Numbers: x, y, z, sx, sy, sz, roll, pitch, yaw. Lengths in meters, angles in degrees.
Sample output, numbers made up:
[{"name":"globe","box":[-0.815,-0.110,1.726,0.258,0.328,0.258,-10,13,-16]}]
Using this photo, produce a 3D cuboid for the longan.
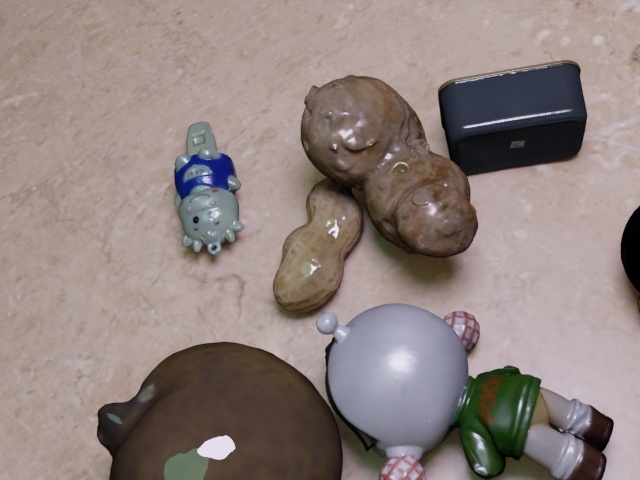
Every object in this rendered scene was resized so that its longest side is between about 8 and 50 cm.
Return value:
[{"name":"longan","box":[-0.124,0.261,0.958,0.300,0.243,0.300,14,36,-10]}]

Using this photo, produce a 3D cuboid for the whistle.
[{"name":"whistle","box":[-0.178,-0.085,1.238,0.110,0.092,0.244,-16,62,10]}]

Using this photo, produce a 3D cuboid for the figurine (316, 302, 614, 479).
[{"name":"figurine","box":[0.162,0.192,0.974,0.370,0.167,0.281,21,52,12]}]

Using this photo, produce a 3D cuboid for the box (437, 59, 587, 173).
[{"name":"box","box":[0.277,-0.171,1.149,0.201,0.144,0.090,-8,66,8]}]

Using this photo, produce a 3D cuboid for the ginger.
[{"name":"ginger","box":[0.111,-0.091,1.104,0.155,0.244,0.304,-46,67,12]}]

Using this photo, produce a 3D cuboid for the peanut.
[{"name":"peanut","box":[0.000,0.000,1.158,0.104,0.085,0.227,12,65,30]}]

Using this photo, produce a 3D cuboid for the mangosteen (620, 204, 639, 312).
[{"name":"mangosteen","box":[0.477,0.037,0.986,0.194,0.194,0.230,-6,87,10]}]
